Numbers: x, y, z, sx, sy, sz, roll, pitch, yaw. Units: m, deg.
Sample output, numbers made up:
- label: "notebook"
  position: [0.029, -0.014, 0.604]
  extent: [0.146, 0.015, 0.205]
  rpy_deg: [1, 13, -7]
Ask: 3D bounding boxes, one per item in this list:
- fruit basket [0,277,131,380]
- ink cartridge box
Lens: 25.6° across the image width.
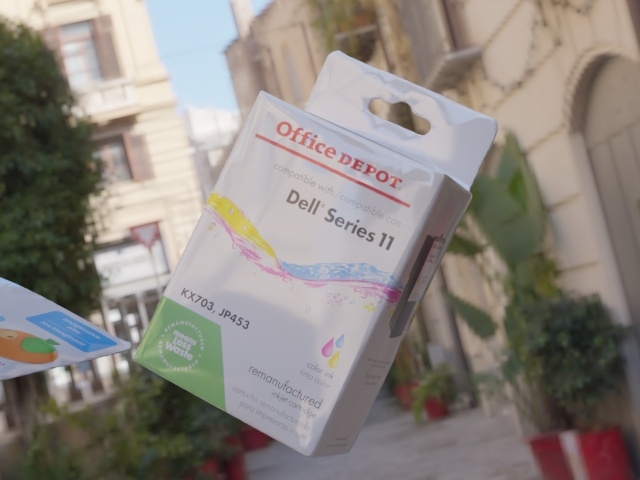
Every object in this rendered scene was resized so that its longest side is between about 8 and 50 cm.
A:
- label: "fruit basket"
  position: [-0.354, 0.027, 0.956]
  extent: [0.327, 0.165, 0.353]
  rpy_deg: [23, 21, 27]
- label: "ink cartridge box"
  position: [0.000, 0.000, 1.319]
  extent: [0.207, 0.353, 0.119]
  rpy_deg: [25, 1, 20]
